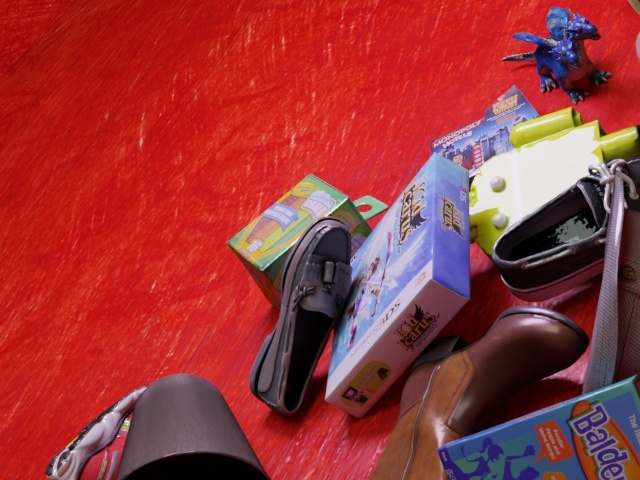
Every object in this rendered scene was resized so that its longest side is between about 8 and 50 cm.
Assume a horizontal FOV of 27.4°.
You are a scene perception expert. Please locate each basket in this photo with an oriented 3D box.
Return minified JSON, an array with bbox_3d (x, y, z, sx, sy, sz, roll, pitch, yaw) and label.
[{"bbox_3d":[-0.168,0.276,1.660,0.204,0.154,0.227,-1,22,-9],"label":"basket"}]

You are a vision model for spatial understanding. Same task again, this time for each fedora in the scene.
[{"bbox_3d":[0.354,0.072,1.389,0.124,0.244,0.275,8,52,13],"label":"fedora"}]

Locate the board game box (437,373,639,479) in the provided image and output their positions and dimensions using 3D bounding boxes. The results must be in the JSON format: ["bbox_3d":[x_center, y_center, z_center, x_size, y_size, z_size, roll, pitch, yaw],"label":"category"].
[{"bbox_3d":[0.241,0.242,1.287,0.210,0.160,0.047,-24,-7,19],"label":"board game box"}]

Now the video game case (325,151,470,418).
[{"bbox_3d":[0.100,0.054,1.688,0.244,0.061,0.269,-51,18,33],"label":"video game case"}]

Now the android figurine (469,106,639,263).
[{"bbox_3d":[0.299,-0.060,1.721,0.273,0.056,0.248,-16,51,26],"label":"android figurine"}]

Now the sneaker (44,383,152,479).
[{"bbox_3d":[-0.273,0.292,1.796,0.107,0.118,0.279,-37,3,28],"label":"sneaker"}]

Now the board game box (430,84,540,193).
[{"bbox_3d":[0.259,-0.138,1.913,0.194,0.060,0.194,-24,30,19],"label":"board game box"}]

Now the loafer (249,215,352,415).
[{"bbox_3d":[-0.010,0.104,1.725,0.084,0.096,0.267,35,107,59],"label":"loafer"}]

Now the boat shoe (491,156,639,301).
[{"bbox_3d":[0.344,-0.042,1.568,0.306,0.105,0.113,-27,51,10],"label":"boat shoe"}]

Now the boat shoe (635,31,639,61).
[{"bbox_3d":[0.585,-0.331,1.784,0.355,0.130,0.132,-42,32,2],"label":"boat shoe"}]

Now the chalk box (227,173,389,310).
[{"bbox_3d":[0.000,0.000,1.904,0.213,0.132,0.132,-41,30,-11],"label":"chalk box"}]

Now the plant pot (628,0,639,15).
[{"bbox_3d":[0.514,-0.445,1.930,0.276,0.276,0.254,-35,18,0],"label":"plant pot"}]

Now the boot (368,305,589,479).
[{"bbox_3d":[0.156,0.211,1.455,0.264,0.096,0.280,-14,36,44],"label":"boot"}]

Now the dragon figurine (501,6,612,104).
[{"bbox_3d":[0.345,-0.294,1.963,0.085,0.144,0.289,-36,29,-2],"label":"dragon figurine"}]
